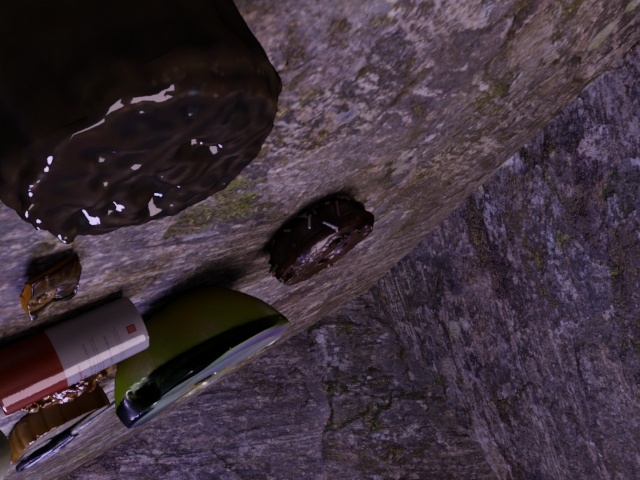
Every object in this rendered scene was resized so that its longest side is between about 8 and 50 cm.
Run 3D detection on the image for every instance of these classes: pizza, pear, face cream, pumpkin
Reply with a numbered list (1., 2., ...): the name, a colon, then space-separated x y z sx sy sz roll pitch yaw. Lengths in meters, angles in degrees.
1. pizza: -0.485 0.272 0.935 0.193 0.069 0.154 -33 168 -12
2. pear: -0.271 0.216 1.055 0.398 0.165 0.399 -32 167 -8
3. face cream: -0.388 0.172 0.762 0.214 0.096 0.096 -24 164 -37
4. pumpkin: -0.336 0.053 0.611 0.073 0.035 0.101 -38 170 -47

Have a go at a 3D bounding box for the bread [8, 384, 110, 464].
1. bread: -0.627 0.437 1.181 0.236 0.070 0.236 -33 166 -9

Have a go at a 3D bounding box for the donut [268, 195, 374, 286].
1. donut: 0.000 0.000 1.103 0.269 0.103 0.270 -33 169 -7

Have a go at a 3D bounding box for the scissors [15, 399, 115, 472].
1. scissors: -0.567 0.442 1.153 0.300 0.022 0.109 -36 169 -4

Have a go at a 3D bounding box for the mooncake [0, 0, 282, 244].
1. mooncake: -0.140 -0.092 0.369 0.228 0.124 0.228 -33 169 -8

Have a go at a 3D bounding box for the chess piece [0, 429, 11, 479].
1. chess piece: -0.705 0.460 0.867 0.330 0.182 0.182 -40 167 -2
